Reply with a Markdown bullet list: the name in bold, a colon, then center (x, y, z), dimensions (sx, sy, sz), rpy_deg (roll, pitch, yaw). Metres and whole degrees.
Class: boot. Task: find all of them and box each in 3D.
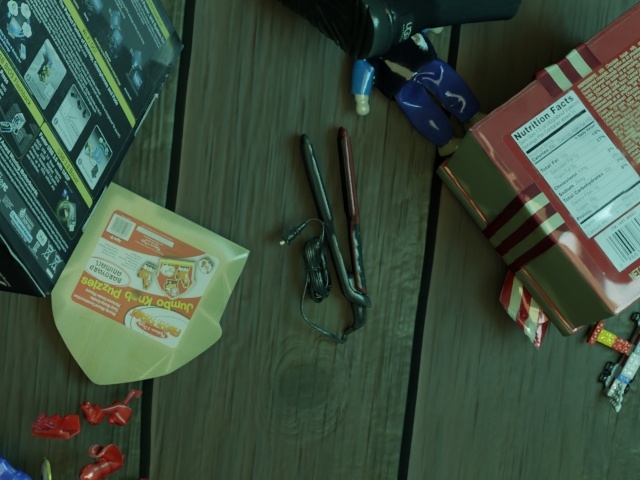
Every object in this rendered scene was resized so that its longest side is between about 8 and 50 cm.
- **boot**: center (0.060, -0.282, 1.367), dimensions (0.207, 0.246, 0.094), rpy_deg (-21, 144, -34)

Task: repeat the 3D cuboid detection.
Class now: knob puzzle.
- **knob puzzle**: center (-0.191, 0.058, 1.411), dimensions (0.213, 0.030, 0.213), rpy_deg (-1, 98, -9)

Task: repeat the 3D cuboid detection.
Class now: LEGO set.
- **LEGO set**: center (0.372, 0.070, 1.485), dimensions (0.182, 0.060, 0.244), rpy_deg (-21, 100, -2)

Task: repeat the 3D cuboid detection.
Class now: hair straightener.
- **hair straightener**: center (0.000, 0.000, 1.431), dimensions (0.089, 0.047, 0.230), rpy_deg (-9, 103, -7)

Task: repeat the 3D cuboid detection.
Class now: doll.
- **doll**: center (0.086, -0.173, 1.414), dimensions (0.129, 0.046, 0.189), rpy_deg (-43, 102, -2)

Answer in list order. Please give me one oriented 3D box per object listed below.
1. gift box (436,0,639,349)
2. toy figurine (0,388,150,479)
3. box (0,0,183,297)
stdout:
- **gift box**: center (0.280, -0.041, 1.350), dimensions (0.255, 0.258, 0.276), rpy_deg (-32, 86, -5)
- **toy figurine**: center (-0.302, 0.328, 1.405), dimensions (0.217, 0.191, 0.363), rpy_deg (2, 107, 21)
- **box**: center (-0.277, -0.193, 1.149), dimensions (0.097, 0.395, 0.318), rpy_deg (7, 56, 26)
